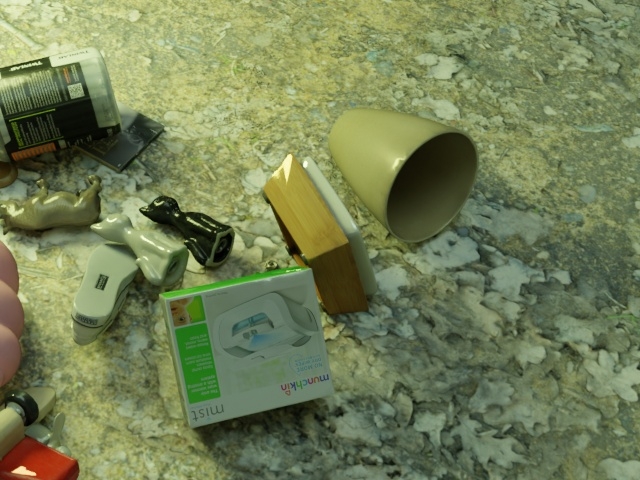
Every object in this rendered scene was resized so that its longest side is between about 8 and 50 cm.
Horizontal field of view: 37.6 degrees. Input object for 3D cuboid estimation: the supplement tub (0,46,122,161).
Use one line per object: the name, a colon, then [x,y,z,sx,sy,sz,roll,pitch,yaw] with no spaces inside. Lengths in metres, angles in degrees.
supplement tub: [-0.590,-0.278,1.962,0.316,0.193,0.193,-16,56,-12]

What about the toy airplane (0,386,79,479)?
toy airplane: [-0.566,0.386,1.451,0.386,0.272,0.384,-25,21,-15]

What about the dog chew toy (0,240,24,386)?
dog chew toy: [-0.610,0.128,1.634,0.207,0.206,0.332,-17,48,-21]

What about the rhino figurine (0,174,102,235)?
rhino figurine: [-0.558,-0.065,1.894,0.243,0.073,0.106,-8,51,-12]

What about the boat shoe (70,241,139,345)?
boat shoe: [-0.409,0.099,1.775,0.096,0.088,0.267,19,30,-10]

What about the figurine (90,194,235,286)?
figurine: [-0.316,-0.012,1.858,0.209,0.092,0.215,32,33,26]

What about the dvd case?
dvd case: [-0.483,-0.251,2.084,0.221,0.018,0.164,28,54,14]

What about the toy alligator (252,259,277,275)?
toy alligator: [-0.131,0.092,1.845,0.056,0.051,0.189,23,53,9]

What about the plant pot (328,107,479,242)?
plant pot: [0.147,-0.171,1.993,0.256,0.256,0.274,-28,45,-26]

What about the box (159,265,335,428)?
box: [-0.131,0.182,1.656,0.262,0.127,0.231,-10,93,-13]

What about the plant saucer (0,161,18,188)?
plant saucer: [-0.679,-0.144,1.973,0.083,0.015,0.083,4,52,-5]

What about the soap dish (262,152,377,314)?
soap dish: [0.000,0.000,1.804,0.118,0.291,0.229,-29,60,-6]
